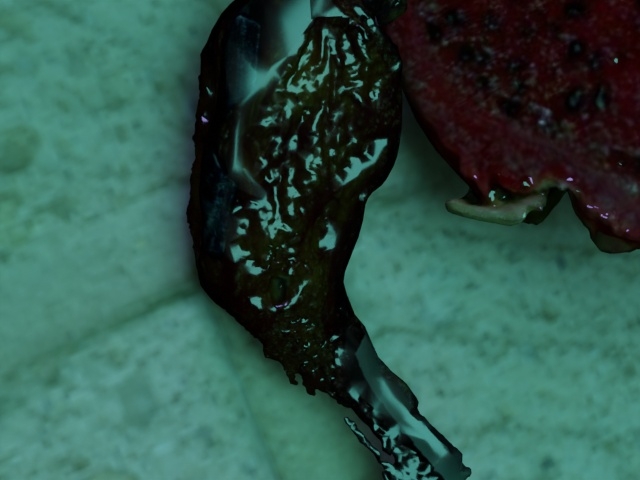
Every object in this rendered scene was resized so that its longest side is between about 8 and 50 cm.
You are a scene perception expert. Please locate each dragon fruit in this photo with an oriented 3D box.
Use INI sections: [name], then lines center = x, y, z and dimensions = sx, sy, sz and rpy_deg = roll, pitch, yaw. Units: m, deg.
[dragon fruit]
center = 0.141, -0.101, 0.747
dimensions = 0.205, 0.152, 0.317
rpy_deg = -21, 77, 17

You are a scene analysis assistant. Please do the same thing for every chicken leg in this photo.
[chicken leg]
center = 0.000, 0.000, 0.702
dimensions = 0.106, 0.051, 0.253
rpy_deg = -12, 104, -6
